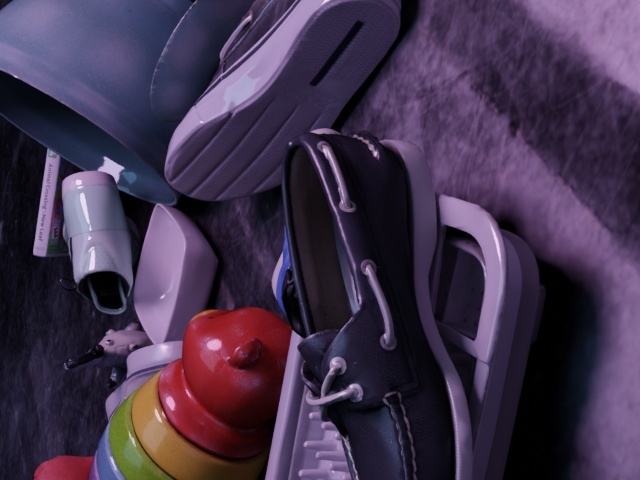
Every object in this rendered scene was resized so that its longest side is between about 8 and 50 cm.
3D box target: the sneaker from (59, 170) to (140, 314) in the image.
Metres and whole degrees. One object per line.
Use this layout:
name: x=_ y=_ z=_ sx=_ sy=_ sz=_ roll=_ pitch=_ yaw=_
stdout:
sneaker: x=-0.271 y=0.033 z=1.493 sx=0.256 sy=0.094 sz=0.151 roll=92 pitch=169 yaw=-69

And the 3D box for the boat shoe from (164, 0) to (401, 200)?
boat shoe: x=-0.034 y=-0.158 z=1.131 sx=0.335 sy=0.121 sz=0.119 roll=-40 pitch=39 yaw=40

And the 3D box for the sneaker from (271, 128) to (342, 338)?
sneaker: x=0.001 y=0.000 z=0.888 sx=0.084 sy=0.058 sz=0.152 roll=-118 pitch=37 yaw=-58

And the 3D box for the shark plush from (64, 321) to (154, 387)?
shark plush: x=-0.224 y=0.141 z=1.389 sx=0.073 sy=0.161 sz=0.067 roll=20 pitch=98 yaw=19

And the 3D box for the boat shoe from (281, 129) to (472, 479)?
boat shoe: x=0.026 y=0.069 z=0.787 sx=0.114 sy=0.091 sz=0.302 roll=-47 pitch=44 yaw=50

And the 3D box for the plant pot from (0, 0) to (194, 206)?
plant pot: x=-0.239 y=-0.199 z=1.392 sx=0.196 sy=0.293 sz=0.293 roll=-59 pitch=23 yaw=-13

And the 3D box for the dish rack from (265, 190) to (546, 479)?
dish rack: x=0.058 y=0.125 z=0.891 sx=0.285 sy=0.072 sz=0.332 roll=25 pitch=105 yaw=62

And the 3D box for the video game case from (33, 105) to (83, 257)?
video game case: x=-0.317 y=-0.076 z=1.622 sx=0.212 sy=0.023 sz=0.193 roll=-4 pitch=-77 yaw=-77

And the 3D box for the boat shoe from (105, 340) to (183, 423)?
boat shoe: x=-0.181 y=0.186 z=1.335 sx=0.267 sy=0.096 sz=0.088 roll=-43 pitch=50 yaw=54

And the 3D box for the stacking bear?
stacking bear: x=-0.118 y=0.177 z=1.147 sx=0.164 sy=0.175 sz=0.289 roll=50 pitch=121 yaw=23

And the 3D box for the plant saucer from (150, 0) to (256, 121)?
plant saucer: x=-0.091 y=-0.189 z=1.213 sx=0.037 sy=0.195 sz=0.195 roll=38 pitch=126 yaw=15

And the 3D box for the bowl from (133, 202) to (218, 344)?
bowl: x=-0.163 y=0.042 z=1.381 sx=0.142 sy=0.053 sz=0.142 roll=47 pitch=124 yaw=58
